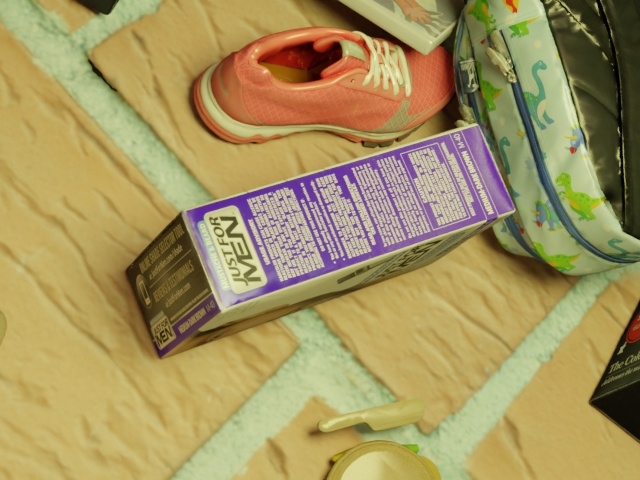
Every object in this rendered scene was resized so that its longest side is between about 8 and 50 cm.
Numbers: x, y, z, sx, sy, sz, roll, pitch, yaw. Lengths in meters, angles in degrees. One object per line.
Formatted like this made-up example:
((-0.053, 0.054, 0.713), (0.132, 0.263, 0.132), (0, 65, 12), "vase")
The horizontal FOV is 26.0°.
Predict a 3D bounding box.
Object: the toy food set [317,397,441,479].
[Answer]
((0.063, 0.262, 1.383), (0.132, 0.038, 0.192), (-7, 79, -19), "toy food set")

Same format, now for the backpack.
((0.287, -0.142, 1.503), (0.290, 0.273, 0.355), (-8, 69, -48), "backpack")

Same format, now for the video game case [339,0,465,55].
((0.079, -0.301, 1.549), (0.201, 0.023, 0.183), (34, 43, 10), "video game case")

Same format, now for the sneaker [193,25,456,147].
((0.030, -0.169, 1.470), (0.314, 0.136, 0.116), (-9, 76, -27), "sneaker")

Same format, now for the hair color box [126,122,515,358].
((0.000, 0.000, 1.363), (0.339, 0.185, 0.110), (-17, 80, -28), "hair color box")

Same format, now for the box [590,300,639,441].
((0.499, 0.064, 1.474), (0.179, 0.343, 0.312), (38, 60, -6), "box")

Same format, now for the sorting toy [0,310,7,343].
((-0.374, 0.108, 1.198), (0.193, 0.038, 0.208), (45, 50, -44), "sorting toy")

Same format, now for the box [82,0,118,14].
((-0.260, -0.445, 1.417), (0.296, 0.183, 0.294), (31, 60, -9), "box")
